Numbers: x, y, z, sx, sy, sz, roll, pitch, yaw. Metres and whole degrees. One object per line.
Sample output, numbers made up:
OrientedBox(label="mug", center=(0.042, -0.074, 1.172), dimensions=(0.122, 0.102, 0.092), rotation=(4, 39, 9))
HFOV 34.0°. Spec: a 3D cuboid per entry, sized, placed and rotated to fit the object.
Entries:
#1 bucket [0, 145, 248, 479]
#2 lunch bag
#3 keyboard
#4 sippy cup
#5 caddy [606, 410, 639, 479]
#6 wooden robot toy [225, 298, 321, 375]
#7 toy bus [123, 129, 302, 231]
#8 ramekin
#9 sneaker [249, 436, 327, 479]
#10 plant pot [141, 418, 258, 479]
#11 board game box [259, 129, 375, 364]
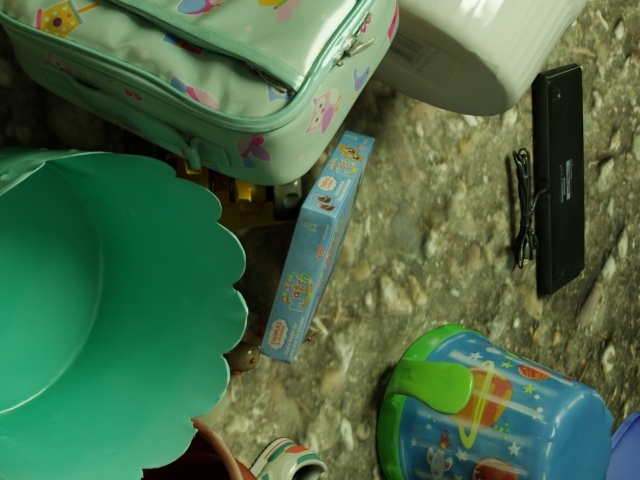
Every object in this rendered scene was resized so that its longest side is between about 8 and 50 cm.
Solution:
OrientedBox(label="bucket", center=(-0.217, 0.053, 0.823), dimensions=(0.281, 0.183, 0.281), rotation=(-11, 106, -44))
OrientedBox(label="lunch bag", center=(-0.089, -0.172, 0.781), dimensions=(0.224, 0.279, 0.108), rotation=(-58, 162, -25))
OrientedBox(label="keyboard", center=(0.318, -0.077, 1.467), dimensions=(0.201, 0.033, 0.317), rotation=(-24, 114, -48))
OrientedBox(label="sippy cup", center=(0.228, 0.239, 1.296), dimensions=(0.305, 0.224, 0.240), rotation=(-11, 106, -45))
OrientedBox(label="caddy", center=(0.432, 0.415, 1.588), dimensions=(0.341, 0.179, 0.241), rotation=(-41, 149, -33))
OrientedBox(label="wooden robot toy", center=(-0.073, 0.103, 1.070), dimensions=(0.173, 0.076, 0.079), rotation=(21, 94, -46))
OrientedBox(label="toy bus", center=(-0.093, -0.133, 0.940), dimensions=(0.220, 0.149, 0.212), rotation=(95, -8, -66))
OrientedBox(label="ramekin", center=(0.112, -0.240, 1.049), dimensions=(0.277, 0.277, 0.135), rotation=(35, 80, -44))
OrientedBox(label="sneaker", center=(-0.055, 0.285, 1.117), dimensions=(0.161, 0.075, 0.057), rotation=(-51, 130, -27))
OrientedBox(label="plant pot", center=(-0.097, 0.327, 0.941), dimensions=(0.265, 0.272, 0.272), rotation=(41, 69, -44))
OrientedBox(label="board game box", center=(0.000, 0.000, 1.030), dimensions=(0.211, 0.039, 0.160), rotation=(-65, 173, -63))
